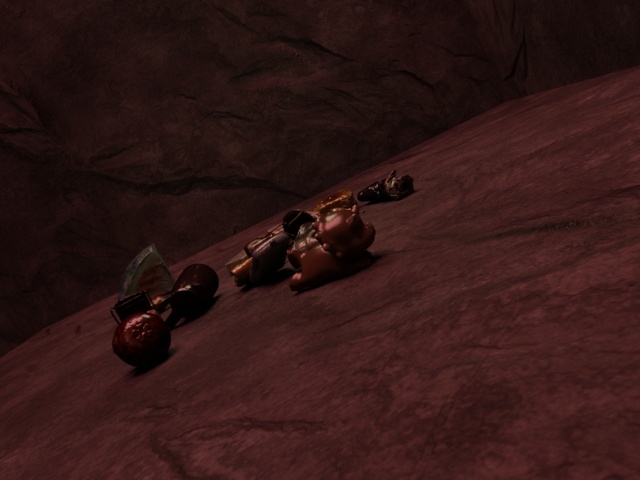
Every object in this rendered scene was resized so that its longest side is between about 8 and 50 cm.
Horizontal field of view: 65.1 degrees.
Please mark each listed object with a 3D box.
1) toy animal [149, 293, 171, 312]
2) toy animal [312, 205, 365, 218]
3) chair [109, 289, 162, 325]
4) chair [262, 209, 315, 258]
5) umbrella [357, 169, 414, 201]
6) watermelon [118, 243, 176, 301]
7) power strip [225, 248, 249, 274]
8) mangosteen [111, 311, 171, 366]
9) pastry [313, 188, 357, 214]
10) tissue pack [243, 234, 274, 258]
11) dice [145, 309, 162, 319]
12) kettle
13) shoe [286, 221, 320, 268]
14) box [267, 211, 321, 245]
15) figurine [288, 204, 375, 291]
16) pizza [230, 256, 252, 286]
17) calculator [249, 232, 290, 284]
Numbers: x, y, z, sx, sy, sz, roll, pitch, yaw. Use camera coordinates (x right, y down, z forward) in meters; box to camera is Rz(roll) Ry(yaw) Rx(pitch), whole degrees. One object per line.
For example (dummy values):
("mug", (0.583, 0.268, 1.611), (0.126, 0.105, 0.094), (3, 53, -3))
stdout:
("toy animal", (-0.658, 0.255, 2.106), (0.230, 0.066, 0.224), (-34, -1, 27))
("toy animal", (0.078, -0.098, 2.061), (0.220, 0.069, 0.086), (-13, 12, 5))
("chair", (-0.694, 0.273, 1.885), (0.140, 0.145, 0.221), (-29, 9, -20))
("chair", (-0.071, -0.040, 1.905), (0.160, 0.170, 0.325), (-24, 15, 31))
("umbrella", (0.254, -0.217, 2.118), (0.113, 0.106, 0.358), (-34, 12, -22))
("watermelon", (-0.752, 0.197, 2.239), (0.229, 0.259, 0.386), (-21, 52, 53))
("power strip", (-0.323, 0.069, 2.245), (0.098, 0.058, 0.338), (-24, 10, 18))
("mangosteen", (-0.488, 0.271, 1.385), (0.145, 0.156, 0.181), (-64, 0, -12))
("pastry", (0.073, -0.157, 2.287), (0.219, 0.100, 0.229), (-19, 13, 35))
("tissue pack", (-0.239, 0.038, 2.066), (0.106, 0.099, 0.149), (-31, 11, -22))
("dice", (-0.550, 0.282, 1.606), (0.091, 0.093, 0.094), (-28, 9, -10))
("kettle", (-0.462, 0.195, 1.741), (0.202, 0.144, 0.232), (-45, 10, 10))
("shoe", (-0.001, -0.003, 1.667), (0.149, 0.109, 0.293), (-19, 16, 23))
("box", (-0.110, -0.048, 2.209), (0.221, 0.091, 0.274), (-27, 10, -9))
("figurine", (0.022, 0.008, 1.335), (0.247, 0.172, 0.177), (-19, 13, 35))
("pizza", (-0.247, 0.105, 1.763), (0.182, 0.062, 0.161), (-36, -17, -34))
("calculator", (-0.168, 0.062, 1.650), (0.141, 0.045, 0.246), (-36, -18, -26))
